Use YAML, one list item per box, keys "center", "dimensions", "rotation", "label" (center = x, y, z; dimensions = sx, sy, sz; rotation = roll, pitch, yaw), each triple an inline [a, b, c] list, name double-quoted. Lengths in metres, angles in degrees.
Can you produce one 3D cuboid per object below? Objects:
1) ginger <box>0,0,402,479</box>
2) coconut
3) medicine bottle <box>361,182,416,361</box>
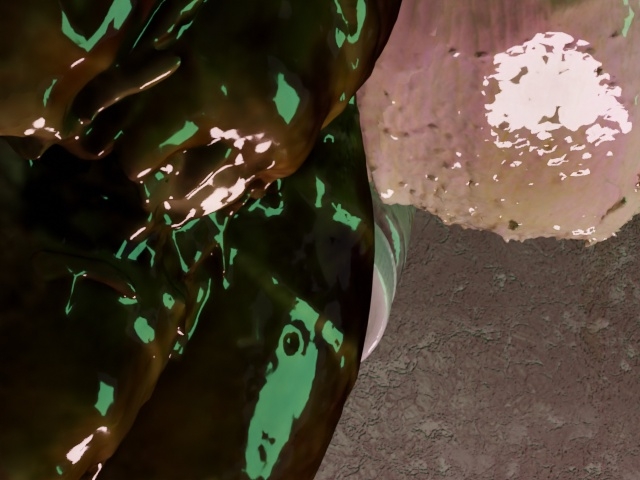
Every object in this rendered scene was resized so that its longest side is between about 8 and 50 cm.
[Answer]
- center: [-0.054, -0.019, 0.509]
  dimensions: [0.274, 0.152, 0.358]
  rotation: [-65, 163, -74]
  label: "ginger"
- center: [0.132, -0.228, 0.987]
  dimensions: [0.404, 0.404, 0.405]
  rotation: [10, 90, -86]
  label: "coconut"
- center: [0.000, 0.000, 1.233]
  dimensions: [0.273, 0.165, 0.165]
  rotation: [-72, 171, -65]
  label: "medicine bottle"
